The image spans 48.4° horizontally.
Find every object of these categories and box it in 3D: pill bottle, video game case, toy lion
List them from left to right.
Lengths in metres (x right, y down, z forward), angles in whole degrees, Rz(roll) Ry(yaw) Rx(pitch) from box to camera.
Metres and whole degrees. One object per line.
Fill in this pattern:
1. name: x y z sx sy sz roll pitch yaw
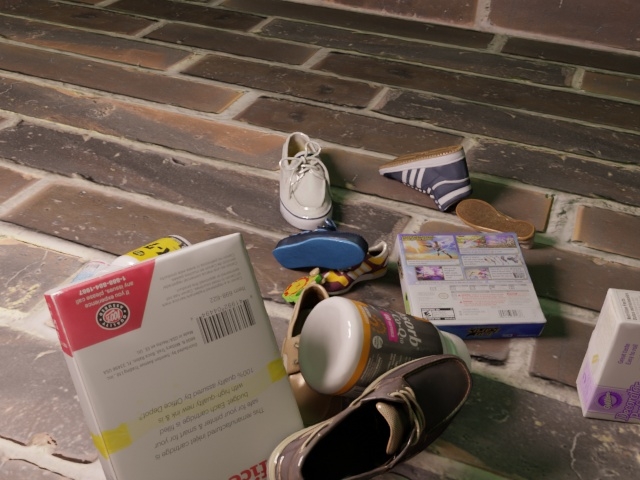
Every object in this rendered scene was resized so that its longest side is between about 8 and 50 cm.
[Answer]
1. pill bottle: -0.473 0.115 1.438 0.087 0.087 0.160 10 36 11
2. pill bottle: -0.353 0.073 1.448 0.119 0.119 0.208 21 28 24
3. toy lion: -0.038 0.103 1.495 0.096 0.034 0.100 -29 17 16
4. pill bottle: 0.114 0.199 1.216 0.279 0.162 0.162 17 25 -32
5. video game case: 0.307 0.092 1.501 0.270 0.061 0.244 -1 49 -5

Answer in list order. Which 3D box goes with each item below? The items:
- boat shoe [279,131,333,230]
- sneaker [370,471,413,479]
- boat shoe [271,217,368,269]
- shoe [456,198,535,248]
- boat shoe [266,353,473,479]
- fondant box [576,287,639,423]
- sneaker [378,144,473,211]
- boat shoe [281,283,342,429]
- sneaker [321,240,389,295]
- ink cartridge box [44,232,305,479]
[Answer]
1. boat shoe: -0.039 -0.178 1.821 0.136 0.156 0.367 -1 35 -5
2. sneaker: 0.140 0.433 1.020 0.263 0.099 0.121 21 44 27
3. boat shoe: 0.000 0.000 1.544 0.258 0.109 0.089 2 42 40
4. shoe: 0.428 -0.037 1.747 0.219 0.058 0.076 29 74 38
5. boat shoe: 0.095 0.275 1.024 0.356 0.130 0.132 -29 85 -25
6. fondant box: 0.643 0.216 1.231 0.331 0.238 0.096 6 37 6
7. sneaker: 0.277 -0.155 1.878 0.099 0.153 0.282 -32 18 -36
8. boat shoe: -0.023 0.215 1.303 0.122 0.110 0.341 1 35 -3
9. sneaker: 0.069 0.054 1.560 0.186 0.083 0.069 -21 41 -30
10. ink cartridge box: -0.207 0.214 1.053 0.279 0.384 0.160 -19 4 -27
